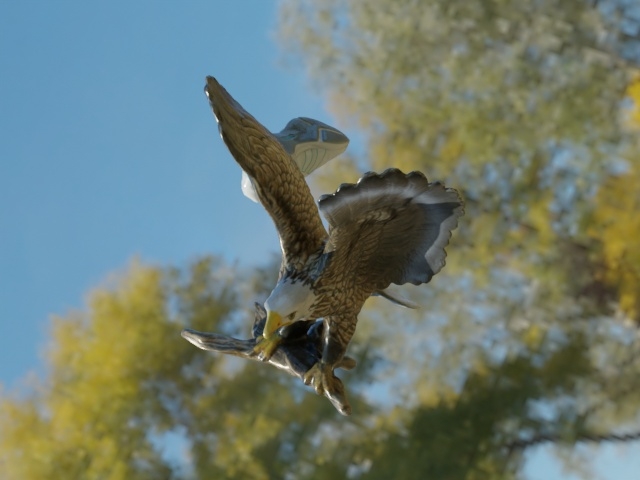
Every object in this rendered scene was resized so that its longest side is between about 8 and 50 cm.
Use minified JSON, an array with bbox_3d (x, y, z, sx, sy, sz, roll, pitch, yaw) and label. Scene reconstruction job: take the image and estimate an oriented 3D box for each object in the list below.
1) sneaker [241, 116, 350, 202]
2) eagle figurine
[{"bbox_3d":[-0.029,-0.080,1.752,0.152,0.053,0.061,-21,-42,-50],"label":"sneaker"},{"bbox_3d":[-0.001,0.006,1.593,0.225,0.226,0.298,-106,20,-57],"label":"eagle figurine"}]
